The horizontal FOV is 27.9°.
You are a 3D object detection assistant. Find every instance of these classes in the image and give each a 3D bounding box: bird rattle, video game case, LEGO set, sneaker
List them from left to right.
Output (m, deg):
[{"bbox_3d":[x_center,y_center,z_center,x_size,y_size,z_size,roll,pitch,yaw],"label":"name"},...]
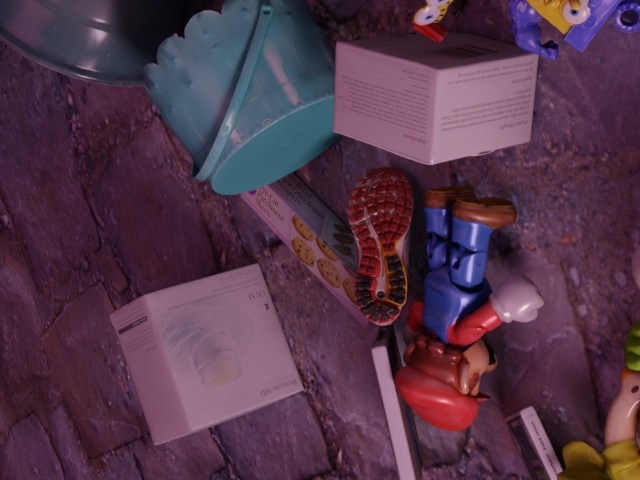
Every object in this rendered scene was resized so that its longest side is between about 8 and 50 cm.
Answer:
[{"bbox_3d":[0.082,0.008,1.755,0.092,0.088,0.225,65,-150,-73],"label":"sneaker"},{"bbox_3d":[0.107,0.232,1.774,0.023,0.193,0.212,-12,94,7],"label":"video game case"},{"bbox_3d":[0.167,-0.307,1.627,0.083,0.023,0.054,10,109,63],"label":"LEGO set"},{"bbox_3d":[0.280,0.293,1.602,0.190,0.022,0.173,82,164,-79],"label":"video game case"},{"bbox_3d":[0.399,0.248,1.452,0.254,0.143,0.206,11,94,45],"label":"bird rattle"}]

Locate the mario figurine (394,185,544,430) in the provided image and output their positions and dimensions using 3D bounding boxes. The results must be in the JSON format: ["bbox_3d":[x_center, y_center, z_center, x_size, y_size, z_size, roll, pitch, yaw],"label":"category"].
[{"bbox_3d":[0.194,0.094,1.679,0.170,0.198,0.320,7,104,3],"label":"mario figurine"}]

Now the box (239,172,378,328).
[{"bbox_3d":[0.000,0.000,1.895,0.324,0.063,0.067,47,134,30],"label":"box"}]

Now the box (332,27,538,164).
[{"bbox_3d":[0.139,-0.181,1.570,0.182,0.181,0.119,24,119,44],"label":"box"}]

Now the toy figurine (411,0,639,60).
[{"bbox_3d":[0.288,-0.327,1.419,0.217,0.191,0.362,35,127,0],"label":"toy figurine"}]

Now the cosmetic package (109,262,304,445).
[{"bbox_3d":[-0.180,0.179,2.046,0.138,0.224,0.224,-26,82,51],"label":"cosmetic package"}]

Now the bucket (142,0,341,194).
[{"bbox_3d":[-0.092,-0.202,1.786,0.183,0.281,0.281,58,139,14],"label":"bucket"}]

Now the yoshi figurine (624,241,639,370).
[{"bbox_3d":[0.412,0.086,1.320,0.203,0.203,0.362,-12,77,28],"label":"yoshi figurine"}]

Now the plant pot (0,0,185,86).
[{"bbox_3d":[-0.319,-0.465,1.939,0.341,0.341,0.334,49,128,29],"label":"plant pot"}]
